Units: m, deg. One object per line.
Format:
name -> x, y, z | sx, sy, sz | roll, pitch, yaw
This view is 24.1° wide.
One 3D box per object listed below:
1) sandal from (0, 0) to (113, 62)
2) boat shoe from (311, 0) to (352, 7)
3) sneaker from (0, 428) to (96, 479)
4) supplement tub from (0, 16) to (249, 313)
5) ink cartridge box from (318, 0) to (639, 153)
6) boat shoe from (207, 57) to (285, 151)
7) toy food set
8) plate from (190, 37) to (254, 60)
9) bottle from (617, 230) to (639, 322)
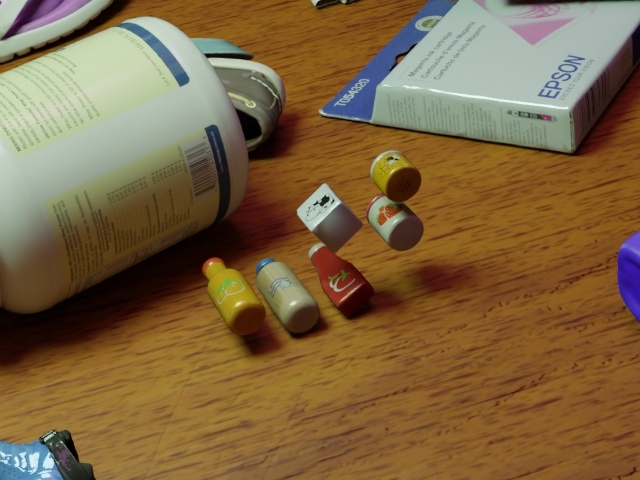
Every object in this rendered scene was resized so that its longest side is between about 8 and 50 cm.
sandal -> -0.445, -0.321, 2.057 | 0.416, 0.102, 0.169 | -31, 42, -25
boat shoe -> 0.034, -0.339, 2.042 | 0.100, 0.035, 0.035 | -13, 61, -13
sneaker -> -0.257, 0.192, 1.296 | 0.152, 0.058, 0.084 | 27, 54, 36
supplement tub -> -0.263, -0.068, 1.528 | 0.325, 0.235, 0.235 | -28, 38, -25
ink cartridge box -> 0.210, -0.232, 1.806 | 0.330, 0.071, 0.324 | 12, 39, 26
boat shoe -> -0.206, -0.153, 1.751 | 0.324, 0.117, 0.097 | 2, 32, 6
toy food set -> 0.000, 0.000, 1.459 | 0.232, 0.111, 0.104 | -45, 37, 4
plate -> -0.176, -0.234, 1.857 | 0.188, 0.024, 0.188 | -3, 2, 0
bottle -> 0.418, 0.007, 1.378 | 0.282, 0.092, 0.118 | -19, 39, -15
